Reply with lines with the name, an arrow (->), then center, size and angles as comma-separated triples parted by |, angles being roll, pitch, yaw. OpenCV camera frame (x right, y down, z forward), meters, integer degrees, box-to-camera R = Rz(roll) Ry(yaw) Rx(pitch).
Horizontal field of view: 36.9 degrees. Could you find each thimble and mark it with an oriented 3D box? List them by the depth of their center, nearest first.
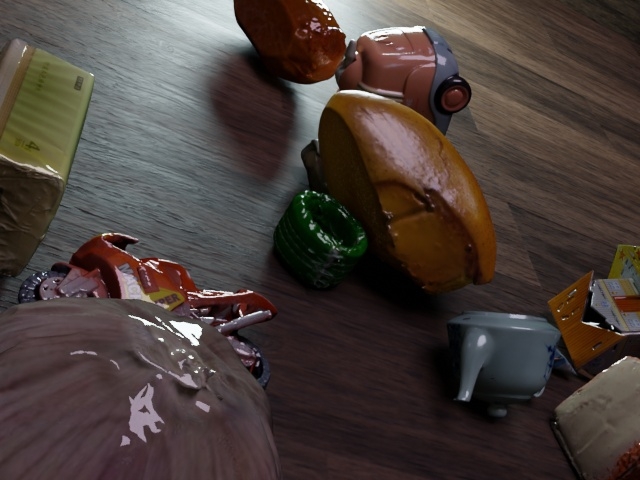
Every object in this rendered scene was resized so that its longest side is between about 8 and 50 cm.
thimble -> 0.000, 0.000, 1.360 | 0.118, 0.090, 0.130 | 16, 36, -30

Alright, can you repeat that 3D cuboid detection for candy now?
candy -> 0.343, 0.173, 1.503 | 0.136, 0.038, 0.088 | 19, 21, -36

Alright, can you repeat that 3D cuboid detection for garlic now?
garlic -> -0.169, 0.174, 0.815 | 0.317, 0.259, 0.317 | 20, 38, -17

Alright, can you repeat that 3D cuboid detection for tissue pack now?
tissue pack -> -0.351, -0.096, 1.095 | 0.125, 0.159, 0.234 | 23, 34, -19

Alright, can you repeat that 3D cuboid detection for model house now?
model house -> 0.456, 0.120, 1.578 | 0.136, 0.207, 0.219 | -2, 43, -10

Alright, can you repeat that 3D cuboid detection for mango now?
mango -> 0.118, -0.070, 1.419 | 0.350, 0.201, 0.199 | 57, 33, -6

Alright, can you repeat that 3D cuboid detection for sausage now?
sausage -> -0.061, -0.400, 1.773 | 0.141, 0.153, 0.268 | 9, 39, -51

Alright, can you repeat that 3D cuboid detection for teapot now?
teapot -> 0.252, 0.174, 1.335 | 0.232, 0.159, 0.159 | 11, 38, -50

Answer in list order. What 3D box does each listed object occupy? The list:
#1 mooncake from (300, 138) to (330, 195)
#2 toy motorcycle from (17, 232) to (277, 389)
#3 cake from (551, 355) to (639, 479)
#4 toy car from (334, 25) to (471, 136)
mooncake -> 0.031, -0.092, 1.526 | 0.125, 0.073, 0.130 | 15, 39, -25
toy motorcycle -> -0.185, 0.080, 1.082 | 0.298, 0.089, 0.171 | 23, 33, -19
cake -> 0.493, 0.275, 1.387 | 0.262, 0.159, 0.158 | 14, 34, -33
toy car -> 0.118, -0.234, 1.647 | 0.212, 0.270, 0.180 | 0, 38, -16
